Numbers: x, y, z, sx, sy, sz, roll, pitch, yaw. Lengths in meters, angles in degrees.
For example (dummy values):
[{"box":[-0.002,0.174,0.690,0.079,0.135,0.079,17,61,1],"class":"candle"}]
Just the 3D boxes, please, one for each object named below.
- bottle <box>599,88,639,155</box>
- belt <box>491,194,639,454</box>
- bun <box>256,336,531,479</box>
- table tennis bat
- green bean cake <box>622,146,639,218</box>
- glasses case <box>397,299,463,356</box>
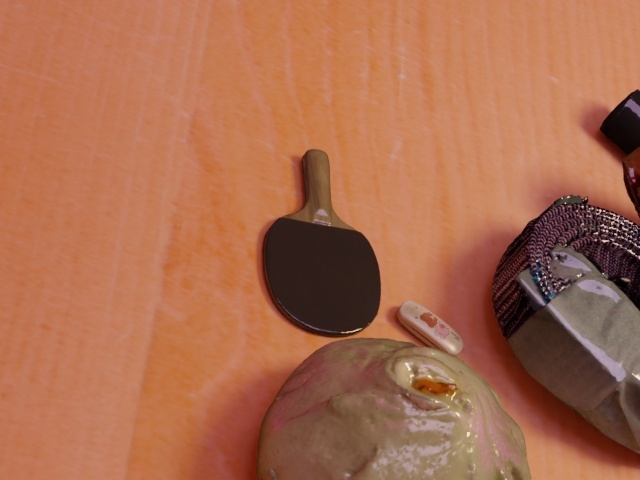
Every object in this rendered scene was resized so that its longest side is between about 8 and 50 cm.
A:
[{"box":[0.469,-0.086,2.177,0.244,0.072,0.082,43,58,9],"class":"bottle"},{"box":[0.342,0.103,1.930,0.325,0.122,0.260,48,41,9],"class":"belt"},{"box":[0.092,0.202,1.668,0.293,0.187,0.293,17,48,-20],"class":"bun"},{"box":[0.000,0.000,1.890,0.138,0.022,0.246,11,52,-21],"class":"table tennis bat"},{"box":[0.472,0.001,2.002,0.097,0.198,0.232,-39,46,-5],"class":"green bean cake"},{"box":[0.121,0.098,1.877,0.083,0.021,0.032,38,45,3],"class":"glasses case"}]
